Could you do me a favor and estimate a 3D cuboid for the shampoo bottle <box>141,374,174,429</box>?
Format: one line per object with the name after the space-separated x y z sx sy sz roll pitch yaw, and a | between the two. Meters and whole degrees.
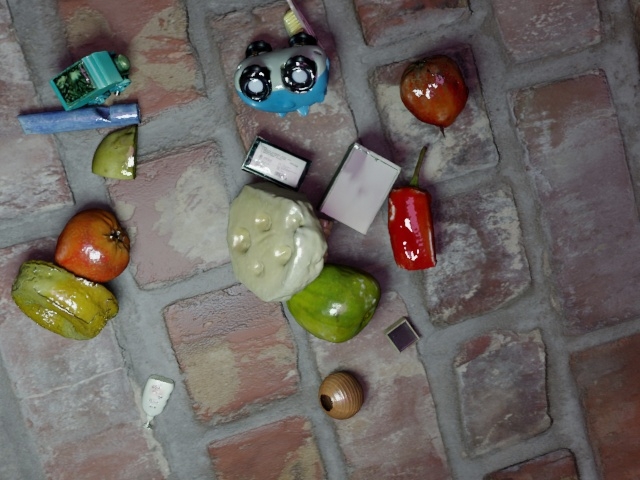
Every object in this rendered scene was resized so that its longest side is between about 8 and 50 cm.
-0.475 0.464 1.735 0.077 0.045 0.151 20 95 -10 | shampoo bottle

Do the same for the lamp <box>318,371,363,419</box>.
0.060 0.447 1.761 0.137 0.136 0.136 -1 98 -8 | lamp

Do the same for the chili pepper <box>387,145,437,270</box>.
0.251 -0.090 1.716 0.131 0.134 0.338 -5 100 6 | chili pepper

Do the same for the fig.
0.012 0.157 1.705 0.233 0.314 0.232 -16 113 -41 | fig

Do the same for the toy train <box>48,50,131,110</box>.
-0.579 -0.404 1.541 0.198 0.154 0.107 -21 103 24 | toy train

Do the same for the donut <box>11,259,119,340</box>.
-0.667 0.166 1.565 0.272 0.272 0.107 27 53 -10 | donut

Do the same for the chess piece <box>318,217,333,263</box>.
0.000 0.000 1.730 0.066 0.066 0.122 16 91 -9 | chess piece

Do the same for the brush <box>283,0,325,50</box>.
-0.092 -0.624 1.635 0.067 0.072 0.312 -30 100 11 | brush

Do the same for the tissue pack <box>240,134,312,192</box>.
-0.122 -0.206 1.671 0.170 0.090 0.103 25 92 -12 | tissue pack

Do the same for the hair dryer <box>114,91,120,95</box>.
-0.559 -0.433 1.620 0.083 0.031 0.078 20 104 4 | hair dryer

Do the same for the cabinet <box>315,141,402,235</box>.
0.101 -0.140 1.678 0.145 0.150 0.206 28 93 -6 | cabinet

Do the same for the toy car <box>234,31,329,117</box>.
-0.094 -0.416 1.603 0.255 0.188 0.190 -9 134 8 | toy car

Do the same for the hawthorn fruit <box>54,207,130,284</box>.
-0.615 0.032 1.592 0.226 0.196 0.196 -29 101 11 | hawthorn fruit

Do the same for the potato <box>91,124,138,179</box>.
-0.548 -0.238 1.615 0.120 0.081 0.149 3 97 -10 | potato

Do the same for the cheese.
-0.123 -0.005 1.598 0.115 0.318 0.326 -7 74 -45 | cheese

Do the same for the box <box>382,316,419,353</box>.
0.241 0.281 1.811 0.083 0.035 0.079 -37 100 -1 | box

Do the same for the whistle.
-0.630 -0.318 1.603 0.305 0.062 0.062 -7 98 -6 | whistle

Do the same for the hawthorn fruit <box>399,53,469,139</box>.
0.316 -0.390 1.677 0.181 0.181 0.235 -24 118 -4 | hawthorn fruit
